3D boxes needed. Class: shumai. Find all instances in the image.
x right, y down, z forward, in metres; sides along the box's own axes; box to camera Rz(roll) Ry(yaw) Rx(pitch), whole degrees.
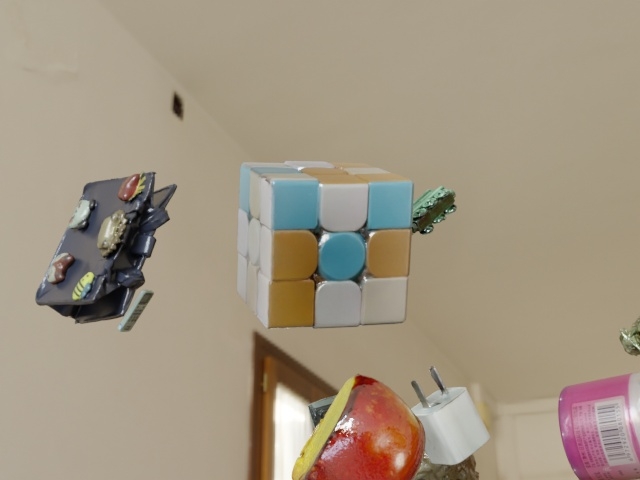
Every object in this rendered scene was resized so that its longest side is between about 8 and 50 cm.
[{"bbox_3d":[0.244,0.626,2.347,0.283,0.217,0.346,-17,-40,-39],"label":"shumai"},{"bbox_3d":[0.654,0.203,1.834,0.087,0.123,0.099,-36,-66,26],"label":"shumai"}]

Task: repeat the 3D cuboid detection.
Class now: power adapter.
[{"bbox_3d":[0.280,0.396,2.106,0.130,0.204,0.125,-28,3,-29],"label":"power adapter"}]

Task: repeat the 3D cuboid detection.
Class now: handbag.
[{"bbox_3d":[-0.450,0.013,1.908,0.122,0.303,0.329,30,-22,-30],"label":"handbag"}]

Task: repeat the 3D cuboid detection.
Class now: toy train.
[{"bbox_3d":[0.269,-0.076,2.328,0.111,0.170,0.071,9,-47,54],"label":"toy train"}]

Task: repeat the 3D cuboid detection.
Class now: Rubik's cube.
[{"bbox_3d":[0.000,0.000,2.158,0.345,0.346,0.347,0,12,-16],"label":"Rubik's cube"}]

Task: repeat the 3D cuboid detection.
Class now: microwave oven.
[{"bbox_3d":[0.091,0.503,2.592,0.208,0.162,0.122,-19,-8,18],"label":"microwave oven"}]

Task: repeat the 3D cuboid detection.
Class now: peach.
[{"bbox_3d":[0.073,0.426,1.826,0.245,0.274,0.248,35,-15,26],"label":"peach"}]

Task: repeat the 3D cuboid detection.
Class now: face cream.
[{"bbox_3d":[0.522,0.314,1.533,0.195,0.175,0.175,-16,-32,30],"label":"face cream"}]

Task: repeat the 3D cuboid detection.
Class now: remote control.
[{"bbox_3d":[-0.460,0.175,2.264,0.018,0.124,0.053,36,7,20],"label":"remote control"}]
